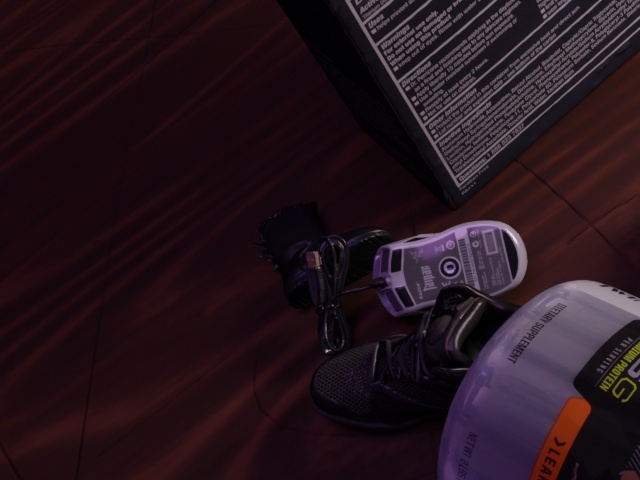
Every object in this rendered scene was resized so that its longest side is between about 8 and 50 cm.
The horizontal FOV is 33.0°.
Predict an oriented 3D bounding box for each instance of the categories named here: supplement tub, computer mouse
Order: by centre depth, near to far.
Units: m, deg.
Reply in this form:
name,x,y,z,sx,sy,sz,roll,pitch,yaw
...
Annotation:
name,x,y,z,sx,sy,sz,roll,pitch,yaw
supplement tub,0.252,0.173,0.636,0.338,0.207,0.207,26,74,40
computer mouse,0.084,0.033,0.933,0.193,0.042,0.106,-12,85,15

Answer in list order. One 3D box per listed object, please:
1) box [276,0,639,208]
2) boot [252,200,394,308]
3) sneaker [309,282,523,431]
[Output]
name,x,y,z,sx,sy,sz,roll,pitch,yaw
box,0.127,-0.244,0.943,0.296,0.294,0.183,-41,48,-2
boot,0.001,0.000,1.014,0.121,0.045,0.099,-32,45,7
sneaker,0.079,0.090,0.848,0.228,0.130,0.087,-5,54,29
